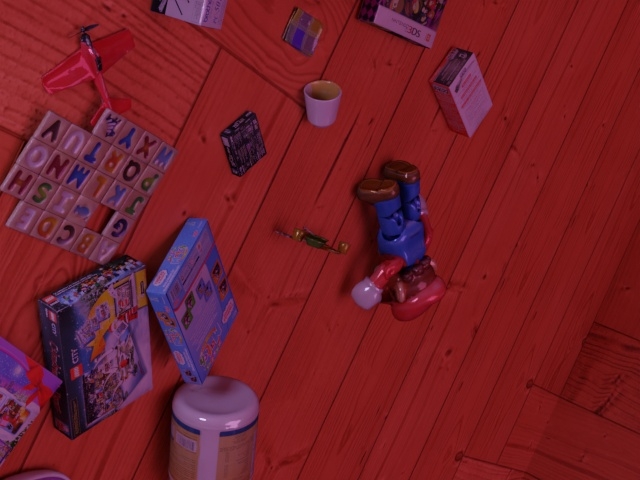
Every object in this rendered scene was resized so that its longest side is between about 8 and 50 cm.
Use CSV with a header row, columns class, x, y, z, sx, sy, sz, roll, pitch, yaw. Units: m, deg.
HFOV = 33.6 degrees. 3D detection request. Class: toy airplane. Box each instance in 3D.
class,x,y,z,sx,sy,sz,roll,pitch,yaw
toy airplane,-0.291,-0.210,1.382,0.151,0.028,0.151,-30,132,-40

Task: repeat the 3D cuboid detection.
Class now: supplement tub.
class,x,y,z,sx,sy,sz,roll,pitch,yaw
supplement tub,-0.179,0.341,1.761,0.144,0.144,0.200,-21,126,-47

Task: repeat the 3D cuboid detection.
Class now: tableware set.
class,x,y,z,sx,sy,sz,roll,pitch,yaw
tableware set,0.000,0.000,1.841,0.154,0.104,0.024,16,95,-57

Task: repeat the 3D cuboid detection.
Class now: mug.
class,x,y,z,sx,sy,sz,roll,pitch,yaw
mug,0.008,-0.225,1.760,0.078,0.062,0.064,-31,141,-33

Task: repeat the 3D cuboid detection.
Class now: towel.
class,x,y,z,sx,sy,sz,roll,pitch,yaw
towel,-0.026,-0.332,1.691,0.083,0.009,0.060,22,92,-56

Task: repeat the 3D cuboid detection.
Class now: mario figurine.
class,x,y,z,sx,sy,sz,roll,pitch,yaw
mario figurine,0.133,0.012,2.055,0.198,0.170,0.321,-15,117,-7

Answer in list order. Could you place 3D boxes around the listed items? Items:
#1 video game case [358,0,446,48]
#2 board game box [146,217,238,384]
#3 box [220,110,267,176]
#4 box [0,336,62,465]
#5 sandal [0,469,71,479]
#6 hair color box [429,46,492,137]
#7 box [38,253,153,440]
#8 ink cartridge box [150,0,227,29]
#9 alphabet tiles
class,x,y,z,sx,sy,sz,roll,pitch,yaw
video game case,0.167,-0.469,1.846,0.210,0.041,0.232,7,103,-57
board game box,-0.193,0.096,1.646,0.212,0.039,0.160,75,29,-42
box,-0.120,-0.151,1.662,0.067,0.018,0.083,-46,141,-29
box,-0.479,0.192,1.337,0.201,0.057,0.293,-55,145,-15
sandal,-0.489,0.457,1.440,0.416,0.102,0.169,-25,128,-45
hair color box,0.279,-0.292,2.098,0.093,0.053,0.167,-55,146,-15
box,-0.321,0.155,1.537,0.159,0.044,0.233,-30,134,-41
ink cartridge box,-0.156,-0.392,1.398,0.046,0.097,0.207,-3,111,-54
alphabet tiles,-0.312,-0.080,1.422,0.198,0.009,0.237,-57,147,2
